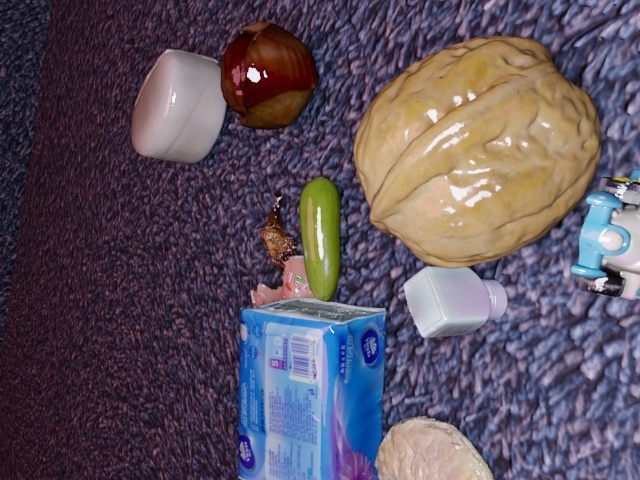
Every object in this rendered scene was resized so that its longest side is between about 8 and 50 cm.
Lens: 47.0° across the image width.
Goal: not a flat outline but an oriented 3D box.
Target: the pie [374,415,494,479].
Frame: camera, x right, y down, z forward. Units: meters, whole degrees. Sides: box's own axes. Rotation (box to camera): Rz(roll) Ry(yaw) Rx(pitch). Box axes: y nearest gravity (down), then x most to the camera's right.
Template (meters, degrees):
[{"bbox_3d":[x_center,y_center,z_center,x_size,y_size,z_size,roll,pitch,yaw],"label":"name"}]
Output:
[{"bbox_3d":[0.151,0.328,0.948,0.185,0.052,0.218,-56,44,40],"label":"pie"}]

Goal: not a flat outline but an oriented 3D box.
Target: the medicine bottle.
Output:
[{"bbox_3d":[0.165,0.072,0.881,0.055,0.118,0.074,-46,54,44],"label":"medicine bottle"}]

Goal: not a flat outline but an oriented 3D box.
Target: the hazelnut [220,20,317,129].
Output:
[{"bbox_3d":[-0.095,-0.264,1.216,0.202,0.160,0.170,-8,56,58],"label":"hazelnut"}]

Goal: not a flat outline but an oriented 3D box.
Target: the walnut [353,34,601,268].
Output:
[{"bbox_3d":[0.157,-0.089,0.779,0.224,0.257,0.257,55,133,18],"label":"walnut"}]

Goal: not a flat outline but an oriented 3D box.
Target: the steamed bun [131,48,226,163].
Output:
[{"bbox_3d":[-0.290,-0.255,1.505,0.242,0.146,0.164,-43,51,45],"label":"steamed bun"}]

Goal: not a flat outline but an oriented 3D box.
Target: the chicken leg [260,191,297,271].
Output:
[{"bbox_3d":[-0.074,-0.013,1.290,0.062,0.037,0.145,-29,64,26],"label":"chicken leg"}]

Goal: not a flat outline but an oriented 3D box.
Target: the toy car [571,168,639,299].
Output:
[{"bbox_3d":[0.304,-0.001,0.662,0.098,0.161,0.126,16,101,43],"label":"toy car"}]

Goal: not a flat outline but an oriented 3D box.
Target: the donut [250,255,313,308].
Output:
[{"bbox_3d":[-0.053,0.102,1.231,0.166,0.065,0.117,-53,48,42],"label":"donut"}]

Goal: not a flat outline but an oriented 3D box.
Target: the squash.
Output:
[{"bbox_3d":[0.000,0.000,1.163,0.066,0.066,0.201,1,92,54],"label":"squash"}]

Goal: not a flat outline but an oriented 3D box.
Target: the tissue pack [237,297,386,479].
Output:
[{"bbox_3d":[-0.011,0.227,1.080,0.198,0.146,0.263,4,96,39],"label":"tissue pack"}]
